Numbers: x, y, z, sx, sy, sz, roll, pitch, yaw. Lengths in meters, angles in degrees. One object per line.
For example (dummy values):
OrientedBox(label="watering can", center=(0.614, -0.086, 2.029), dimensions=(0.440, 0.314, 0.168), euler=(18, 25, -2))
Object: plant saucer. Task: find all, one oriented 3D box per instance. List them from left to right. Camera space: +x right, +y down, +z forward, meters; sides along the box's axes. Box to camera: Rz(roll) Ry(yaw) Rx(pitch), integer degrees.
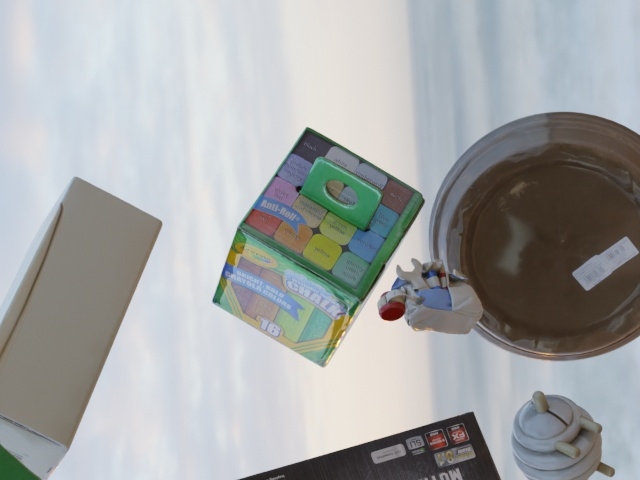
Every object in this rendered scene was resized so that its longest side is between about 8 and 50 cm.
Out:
OrientedBox(label="plant saucer", center=(0.250, 0.004, 1.516), dimensions=(0.041, 0.278, 0.277), euler=(-69, -24, -71))

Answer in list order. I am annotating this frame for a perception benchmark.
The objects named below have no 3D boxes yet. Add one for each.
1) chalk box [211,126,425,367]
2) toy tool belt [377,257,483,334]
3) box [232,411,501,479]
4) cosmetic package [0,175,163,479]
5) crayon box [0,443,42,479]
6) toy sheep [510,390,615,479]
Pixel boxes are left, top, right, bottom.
OrientedBox(label="chalk box", center=(0.000, 0.000, 1.329), dimensions=(0.132, 0.132, 0.213), euler=(-57, -5, -28))
OrientedBox(label="toy tool belt", center=(0.074, 0.037, 1.037), dimensions=(0.052, 0.083, 0.051), euler=(-57, 34, 40))
OrientedBox(label="box", center=(0.033, 0.234, 0.991), dimensions=(0.056, 0.231, 0.183), euler=(-47, 59, 57))
OrientedBox(label="cosmetic package", center=(-0.278, 0.103, 1.467), dimensions=(0.160, 0.113, 0.309), euler=(-50, 18, 42))
OrientedBox(label="crayon box", center=(-0.273, 0.133, 0.803), dimensions=(0.081, 0.318, 0.202), euler=(-50, 2, -40))
OrientedBox(label="toy sheep", center=(0.215, 0.184, 1.316), dimensions=(0.091, 0.091, 0.132), euler=(-88, -16, -54))
